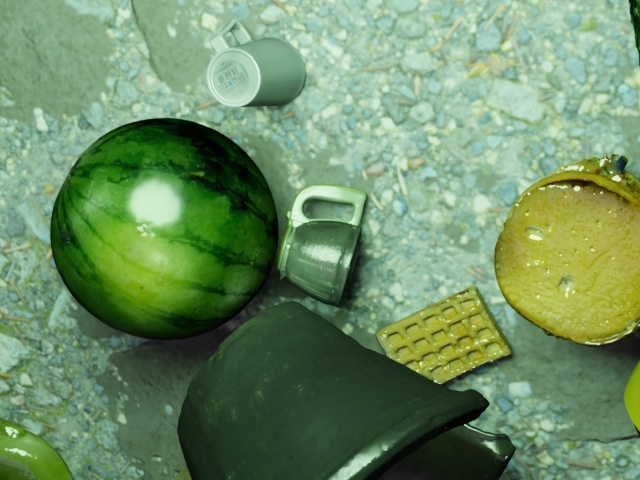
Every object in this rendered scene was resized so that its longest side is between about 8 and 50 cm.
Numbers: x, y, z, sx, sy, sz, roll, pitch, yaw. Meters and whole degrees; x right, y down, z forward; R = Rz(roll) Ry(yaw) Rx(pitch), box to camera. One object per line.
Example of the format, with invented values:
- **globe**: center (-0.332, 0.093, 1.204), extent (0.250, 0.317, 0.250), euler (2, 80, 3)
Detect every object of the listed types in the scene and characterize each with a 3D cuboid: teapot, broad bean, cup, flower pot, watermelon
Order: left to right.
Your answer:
- **broad bean**: center (-0.401, 0.307, 1.497), extent (0.174, 0.082, 0.124), euler (35, 116, -6)
- **watermelon**: center (-0.166, -0.012, 1.215), extent (0.242, 0.242, 0.243), euler (6, 110, 17)
- **cup**: center (-0.077, -0.189, 1.194), extent (0.074, 0.116, 0.104), euler (-32, 88, 24)
- **flower pot**: center (-0.008, 0.232, 1.197), extent (0.251, 0.379, 0.379), euler (45, 119, 27)
- **teapot**: center (-0.001, 0.006, 1.249), extent (0.090, 0.124, 0.092), euler (16, 145, 2)

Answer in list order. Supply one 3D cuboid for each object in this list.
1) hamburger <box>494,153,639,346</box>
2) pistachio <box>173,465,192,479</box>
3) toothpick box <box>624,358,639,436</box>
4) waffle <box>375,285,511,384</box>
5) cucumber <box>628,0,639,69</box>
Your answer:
- **hamburger**: center (0.273, 0.017, 1.134), extent (0.182, 0.118, 0.191), euler (-42, 85, 29)
- **pistachio**: center (-0.100, 0.313, 1.374), extent (0.184, 0.124, 0.125), euler (-12, 104, 6)
- **toothpick box**: center (0.418, 0.102, 1.085), extent (0.175, 0.175, 0.271), euler (33, 119, 6)
- **waffle**: center (0.138, 0.115, 1.268), extent (0.135, 0.021, 0.092), euler (-29, 96, 25)
- **cucumber**: center (0.344, -0.155, 1.082), extent (0.067, 0.067, 0.294), euler (-13, 101, 23)
